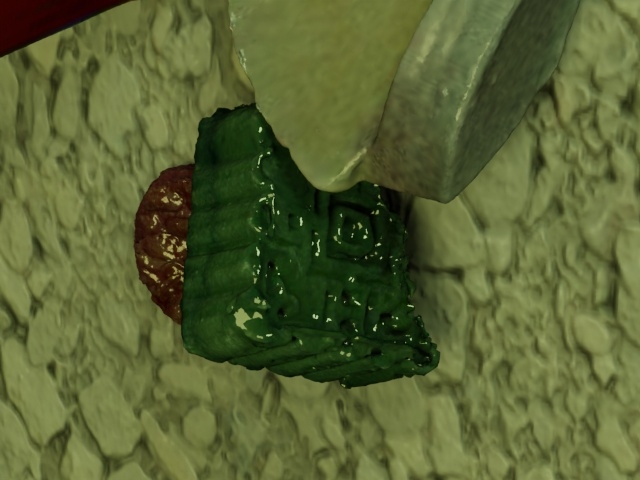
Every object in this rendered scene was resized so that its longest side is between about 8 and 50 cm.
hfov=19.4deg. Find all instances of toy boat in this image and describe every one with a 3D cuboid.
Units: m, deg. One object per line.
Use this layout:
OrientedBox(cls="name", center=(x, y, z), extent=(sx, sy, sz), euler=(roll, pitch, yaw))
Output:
OrientedBox(cls="toy boat", center=(0.049, -0.166, 1.339), extent=(0.293, 0.111, 0.276), euler=(15, 95, 30))

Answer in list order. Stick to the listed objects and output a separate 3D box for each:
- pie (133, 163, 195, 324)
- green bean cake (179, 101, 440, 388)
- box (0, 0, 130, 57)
OrientedBox(cls="pie", center=(-0.093, 0.008, 1.548), extent=(0.154, 0.036, 0.154), euler=(12, 117, 25))
OrientedBox(cls="green bean cake", center=(0.000, 0.000, 1.437), extent=(0.107, 0.193, 0.208), euler=(-18, 66, 55))
OrientedBox(cls="box", center=(-0.236, -0.236, 1.354), extent=(0.197, 0.313, 0.089), euler=(30, 123, 16))
